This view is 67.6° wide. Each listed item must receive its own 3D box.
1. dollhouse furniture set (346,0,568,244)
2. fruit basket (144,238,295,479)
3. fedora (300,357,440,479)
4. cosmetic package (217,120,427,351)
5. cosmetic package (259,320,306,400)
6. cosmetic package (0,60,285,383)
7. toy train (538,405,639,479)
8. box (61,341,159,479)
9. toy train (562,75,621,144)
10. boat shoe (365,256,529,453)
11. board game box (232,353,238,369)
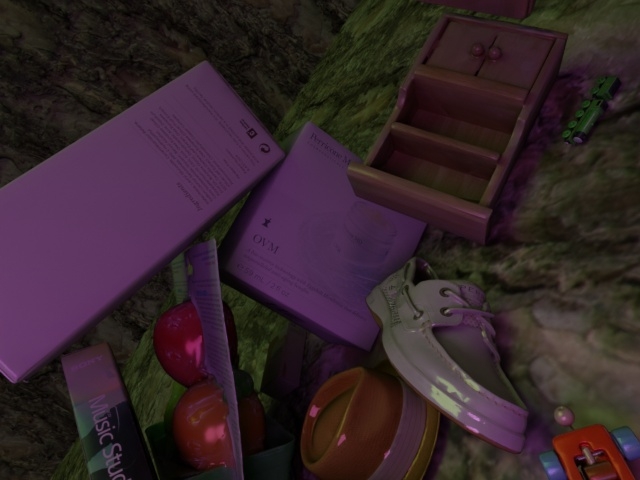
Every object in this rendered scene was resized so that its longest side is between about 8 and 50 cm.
[{"bbox_3d":[0.123,-0.207,0.434,0.257,0.361,0.394,-61,-24,-13],"label":"dollhouse furniture set"},{"bbox_3d":[-0.137,0.184,0.627,0.327,0.165,0.354,166,101,-65],"label":"fruit basket"},{"bbox_3d":[0.036,0.194,0.498,0.194,0.079,0.194,-48,21,25],"label":"fedora"},{"bbox_3d":[0.000,0.000,0.671,0.225,0.224,0.138,-63,19,-16],"label":"cosmetic package"},{"bbox_3d":[-0.061,0.198,0.793,0.060,0.041,0.115,-45,22,31],"label":"cosmetic package"},{"bbox_3d":[-0.236,-0.024,0.560,0.365,0.155,0.197,-45,10,-30],"label":"cosmetic package"},{"bbox_3d":[0.130,0.185,0.289,0.166,0.046,0.125,-27,39,9],"label":"toy train"},{"bbox_3d":[-0.195,0.302,0.525,0.322,0.058,0.232,52,149,32],"label":"box"},{"bbox_3d":[0.285,-0.136,0.501,0.083,0.017,0.023,-58,29,0],"label":"toy train"},{"bbox_3d":[0.116,0.078,0.454,0.096,0.098,0.277,-55,17,8],"label":"boat shoe"},{"bbox_3d":[-0.219,0.360,0.956,0.145,0.027,0.281,-54,19,16],"label":"board game box"}]
